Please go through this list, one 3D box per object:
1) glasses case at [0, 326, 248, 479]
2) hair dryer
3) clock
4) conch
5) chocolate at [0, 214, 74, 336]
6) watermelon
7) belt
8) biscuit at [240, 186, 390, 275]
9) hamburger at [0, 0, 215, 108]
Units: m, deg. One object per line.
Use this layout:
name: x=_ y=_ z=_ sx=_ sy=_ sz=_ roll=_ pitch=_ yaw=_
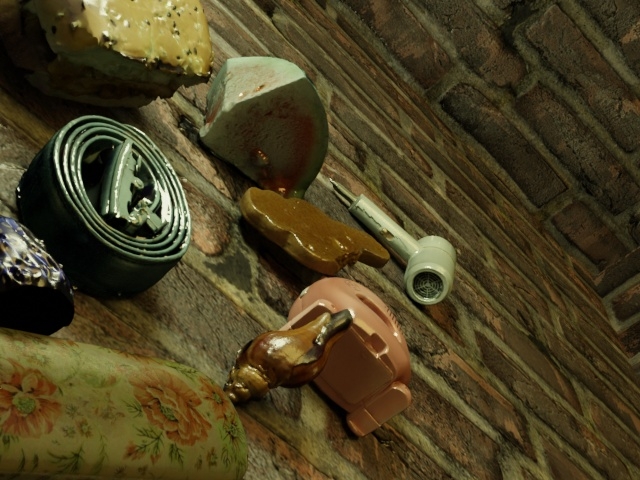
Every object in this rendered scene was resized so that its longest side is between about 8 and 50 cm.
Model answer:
glasses case: x=-0.234 y=0.171 z=0.799 sx=0.425 sy=0.098 sz=0.156 roll=23 pitch=31 yaw=-49
hair dryer: x=0.148 y=-0.013 z=1.838 sx=0.357 sy=0.107 sz=0.173 roll=40 pitch=23 yaw=-4
clock: x=0.060 y=0.154 z=1.334 sx=0.227 sy=0.142 sz=0.241 roll=49 pitch=19 yaw=-6
conch: x=-0.039 y=0.156 z=1.124 sx=0.233 sy=0.080 sz=0.086 roll=-18 pitch=79 yaw=-22
chocolate: x=-0.379 y=-0.047 z=0.849 sx=0.148 sy=0.126 sz=0.343 roll=-25 pitch=69 yaw=-24
watermelon: x=-0.106 y=-0.205 z=1.506 sx=0.214 sy=0.290 sz=0.319 roll=-20 pitch=85 yaw=-36
belt: x=-0.268 y=-0.056 z=1.060 sx=0.207 sy=0.116 sz=0.267 roll=25 pitch=36 yaw=-39
biscuit: x=-0.002 y=-0.004 z=1.470 sx=0.320 sy=0.047 sz=0.183 roll=11 pitch=37 yaw=-45
hamburger: x=-0.323 y=-0.340 z=1.231 sx=0.318 sy=0.195 sz=0.276 roll=-7 pitch=79 yaw=-60
